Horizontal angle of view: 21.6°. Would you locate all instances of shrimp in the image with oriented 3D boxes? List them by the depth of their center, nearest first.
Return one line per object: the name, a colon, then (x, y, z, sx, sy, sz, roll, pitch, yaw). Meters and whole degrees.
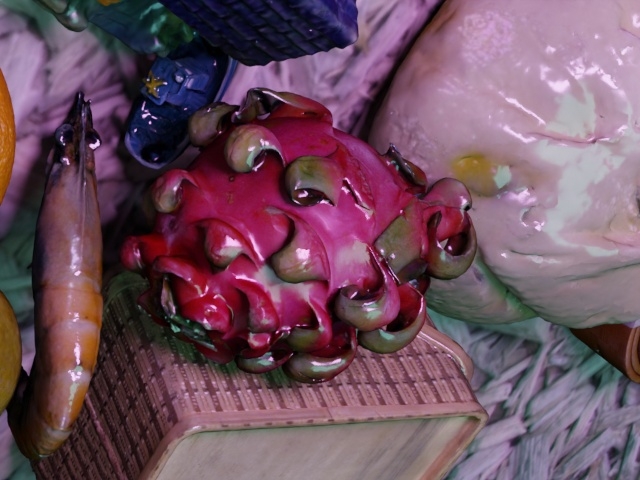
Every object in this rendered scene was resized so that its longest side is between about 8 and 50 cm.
shrimp: (-0.206, 0.033, 1.233, 0.051, 0.198, 0.262, 8, 72, -26)

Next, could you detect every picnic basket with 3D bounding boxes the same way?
picnic basket: (-0.055, 0.141, 1.351, 0.313, 0.175, 0.228, 1, 136, -36)

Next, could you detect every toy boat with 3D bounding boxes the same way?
toy boat: (-0.100, -0.116, 1.230, 0.137, 0.060, 0.061, -56, 160, 14)

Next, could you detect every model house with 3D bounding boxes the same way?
model house: (-0.084, -0.181, 1.084, 0.170, 0.211, 0.194, -52, 140, 1)

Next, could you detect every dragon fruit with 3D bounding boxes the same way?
dragon fruit: (-0.006, 0.007, 1.204, 0.273, 0.218, 0.198, 25, 87, -35)

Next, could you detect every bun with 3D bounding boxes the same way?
bun: (0.216, -0.066, 1.424, 0.365, 0.219, 0.365, -19, 129, -25)

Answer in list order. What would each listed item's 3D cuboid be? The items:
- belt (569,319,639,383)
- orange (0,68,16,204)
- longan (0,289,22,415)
belt: (0.353, 0.013, 1.691, 0.184, 0.105, 0.261, 2, 122, -44)
orange: (-0.285, -0.070, 1.015, 0.206, 0.206, 0.206, -23, 133, -27)
longan: (-0.287, 0.080, 1.152, 0.154, 0.145, 0.176, -68, 154, -14)
